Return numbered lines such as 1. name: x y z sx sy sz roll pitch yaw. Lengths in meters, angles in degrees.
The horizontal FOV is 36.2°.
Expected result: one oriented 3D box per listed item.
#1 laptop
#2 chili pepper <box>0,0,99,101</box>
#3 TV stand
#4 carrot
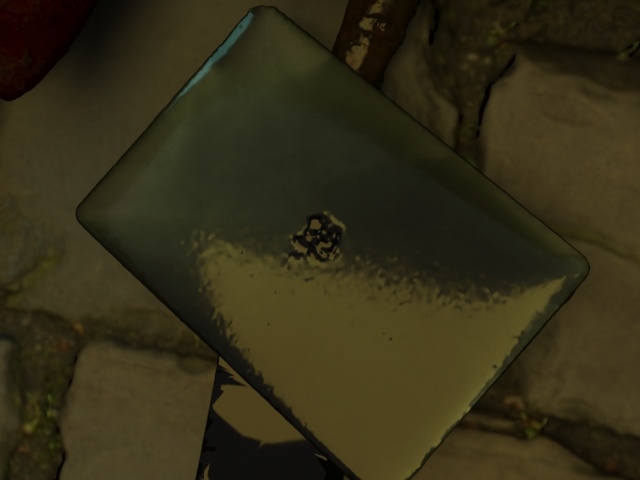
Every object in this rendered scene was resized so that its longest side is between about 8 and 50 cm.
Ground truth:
1. laptop: 0.000 0.000 0.595 0.269 0.015 0.188 41 88 13
2. chili pepper: -0.172 -0.213 0.598 0.136 0.144 0.253 18 78 10
3. TV stand: -0.033 0.161 0.648 0.088 0.083 0.270 10 93 13
4. carrot: 0.019 -0.095 0.635 0.049 0.049 0.255 20 91 11
